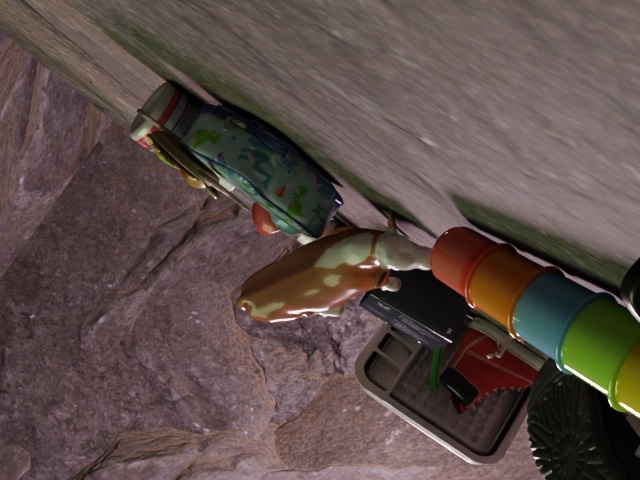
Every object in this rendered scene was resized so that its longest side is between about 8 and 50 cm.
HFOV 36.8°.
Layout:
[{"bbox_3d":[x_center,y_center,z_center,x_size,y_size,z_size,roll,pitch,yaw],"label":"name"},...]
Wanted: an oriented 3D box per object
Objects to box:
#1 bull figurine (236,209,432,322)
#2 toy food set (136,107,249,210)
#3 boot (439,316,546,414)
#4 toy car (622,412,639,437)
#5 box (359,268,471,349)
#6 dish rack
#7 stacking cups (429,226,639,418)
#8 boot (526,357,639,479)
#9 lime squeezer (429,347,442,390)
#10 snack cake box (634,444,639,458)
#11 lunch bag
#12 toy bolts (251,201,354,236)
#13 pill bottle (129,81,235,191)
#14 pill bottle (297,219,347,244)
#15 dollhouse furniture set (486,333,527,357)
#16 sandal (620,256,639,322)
[{"bbox_3d":[0.032,0.045,1.372,0.311,0.101,0.188,-18,165,25],"label":"bull figurine"},{"bbox_3d":[-0.193,-0.105,1.359,0.192,0.038,0.132,44,-175,37],"label":"toy food set"},{"bbox_3d":[0.349,0.282,1.855,0.244,0.176,0.088,33,172,-14],"label":"boot"},{"bbox_3d":[0.530,0.366,1.647,0.182,0.136,0.159,35,176,-12],"label":"toy car"},{"bbox_3d":[0.161,0.103,1.625,0.156,0.093,0.158,31,168,1],"label":"box"},{"bbox_3d":[0.252,0.278,1.916,0.333,0.285,0.072,33,142,11],"label":"dish rack"},{"bbox_3d":[0.221,0.074,0.894,0.316,0.096,0.096,32,176,43],"label":"stacking cups"},{"bbox_3d":[0.555,0.373,1.456,0.445,0.146,0.367,17,-143,-19],"label":"boot"},{"bbox_3d":[0.197,0.128,1.877,0.059,0.110,0.310,0,-118,-61],"label":"lime squeezer"},{"bbox_3d":[0.527,0.302,1.192,0.152,0.089,0.264,33,177,-8],"label":"snack cake box"},{"bbox_3d":[-0.082,-0.099,1.356,0.176,0.090,0.219,30,174,42],"label":"lunch bag"},{"bbox_3d":[0.000,0.000,1.695,0.228,0.218,0.158,67,157,-5],"label":"toy bolts"},{"bbox_3d":[-0.199,-0.157,1.518,0.180,0.108,0.108,35,176,-22],"label":"pill bottle"},{"bbox_3d":[0.036,0.015,1.859,0.152,0.086,0.086,34,177,1],"label":"pill bottle"},{"bbox_3d":[0.285,0.152,1.453,0.091,0.081,0.114,34,177,-1],"label":"dollhouse furniture set"},{"bbox_3d":[0.252,0.057,0.665,0.179,0.067,0.040,46,179,-34],"label":"sandal"}]
